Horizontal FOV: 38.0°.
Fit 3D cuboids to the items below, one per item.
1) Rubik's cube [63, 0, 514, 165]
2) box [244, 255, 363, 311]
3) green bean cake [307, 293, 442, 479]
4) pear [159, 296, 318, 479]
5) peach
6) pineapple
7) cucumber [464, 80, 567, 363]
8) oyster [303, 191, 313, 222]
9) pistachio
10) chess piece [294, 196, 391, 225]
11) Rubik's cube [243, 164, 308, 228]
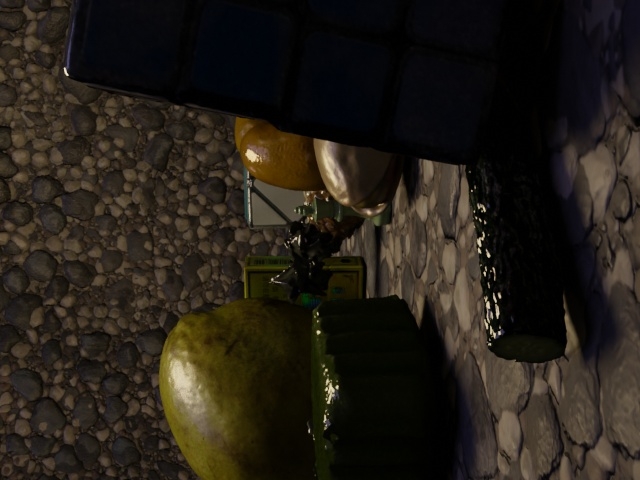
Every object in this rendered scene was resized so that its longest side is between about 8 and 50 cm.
[{"bbox_3d":[-0.020,-0.273,0.839,0.344,0.337,0.345,-131,52,-80],"label":"Rubik's cube"},{"bbox_3d":[-0.030,0.102,1.731,0.064,0.219,0.141,-89,-1,-69],"label":"box"},{"bbox_3d":[0.066,0.226,1.197,0.247,0.156,0.250,-100,11,-60],"label":"green bean cake"},{"bbox_3d":[-0.084,0.283,1.588,0.413,0.352,0.352,43,153,20],"label":"pear"},{"bbox_3d":[-0.022,-0.191,1.499,0.153,0.251,0.251,71,-171,-49],"label":"peach"},{"bbox_3d":[0.000,0.000,1.566,0.237,0.119,0.111,-58,-18,9],"label":"pineapple"},{"bbox_3d":[0.154,-0.038,0.773,0.068,0.067,0.294,98,172,-56],"label":"cucumber"},{"bbox_3d":[0.035,-0.158,1.722,0.201,0.107,0.355,61,148,29],"label":"oyster"},{"bbox_3d":[0.058,-0.144,1.320,0.144,0.143,0.215,107,157,-70],"label":"pistachio"},{"bbox_3d":[0.033,-0.048,1.453,0.059,0.149,0.059,176,90,-82],"label":"chess piece"},{"bbox_3d":[-0.067,-0.137,2.070,0.205,0.207,0.205,-129,38,-81],"label":"Rubik's cube"}]
